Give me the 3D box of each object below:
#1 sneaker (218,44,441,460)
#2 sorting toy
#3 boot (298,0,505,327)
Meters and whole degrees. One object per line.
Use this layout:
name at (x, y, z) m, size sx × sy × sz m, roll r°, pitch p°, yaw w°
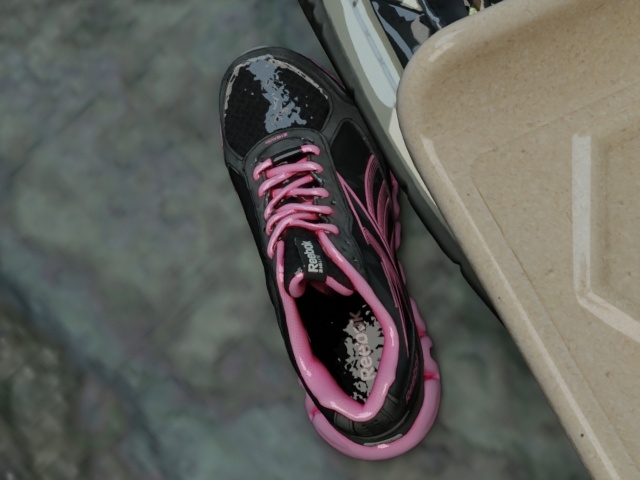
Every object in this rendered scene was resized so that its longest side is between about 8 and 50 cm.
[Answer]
sneaker at (0.000, 0.000, 0.525) m, size 0.047 × 0.057 × 0.119 m, roll -22°, pitch 79°, yaw 9°
sorting toy at (0.143, 0.014, 0.445) m, size 0.193 × 0.038 × 0.208 m, roll -25°, pitch 79°, yaw -13°
boot at (0.082, -0.091, 0.501) m, size 0.178 × 0.085 × 0.236 m, roll -30°, pitch 76°, yaw 9°
